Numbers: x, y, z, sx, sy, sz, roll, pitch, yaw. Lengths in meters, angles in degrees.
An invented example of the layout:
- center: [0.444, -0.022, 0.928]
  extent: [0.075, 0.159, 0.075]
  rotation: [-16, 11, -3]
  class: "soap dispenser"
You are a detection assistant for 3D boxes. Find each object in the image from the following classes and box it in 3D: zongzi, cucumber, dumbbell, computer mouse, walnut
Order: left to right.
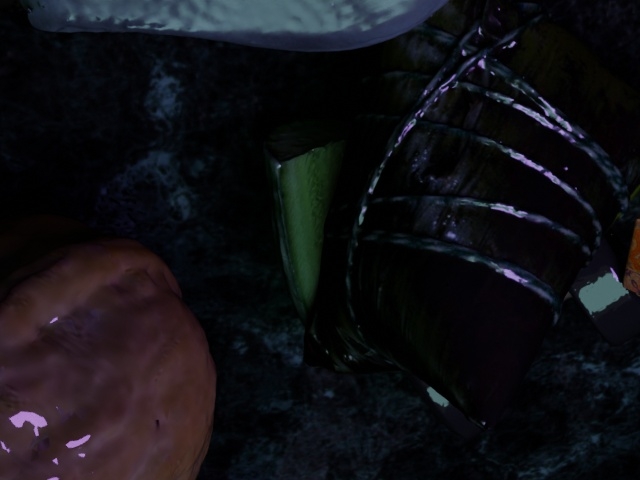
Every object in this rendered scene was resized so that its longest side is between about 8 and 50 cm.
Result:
- center: [-0.239, 0.133, 1.342]
  extent: [0.344, 0.306, 0.306]
  rotation: [-37, 137, -33]
  class: "walnut"
- center: [-0.072, -0.243, 1.224]
  extent: [0.371, 0.122, 0.188]
  rotation: [1, 119, -3]
  class: "computer mouse"
- center: [0.000, 0.000, 1.456]
  extent: [0.115, 0.063, 0.244]
  rotation: [-28, 131, -28]
  class: "cucumber"
- center: [0.126, -0.011, 1.275]
  extent: [0.319, 0.362, 0.383]
  rotation: [30, 96, -21]
  class: "zongzi"
- center: [0.181, 0.065, 1.497]
  extent: [0.218, 0.152, 0.152]
  rotation: [-34, 127, 12]
  class: "dumbbell"

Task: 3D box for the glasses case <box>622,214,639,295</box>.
- center: [0.338, -0.030, 1.442]
  extent: [0.218, 0.049, 0.075]
  rotation: [-39, 145, -43]
  class: "glasses case"
